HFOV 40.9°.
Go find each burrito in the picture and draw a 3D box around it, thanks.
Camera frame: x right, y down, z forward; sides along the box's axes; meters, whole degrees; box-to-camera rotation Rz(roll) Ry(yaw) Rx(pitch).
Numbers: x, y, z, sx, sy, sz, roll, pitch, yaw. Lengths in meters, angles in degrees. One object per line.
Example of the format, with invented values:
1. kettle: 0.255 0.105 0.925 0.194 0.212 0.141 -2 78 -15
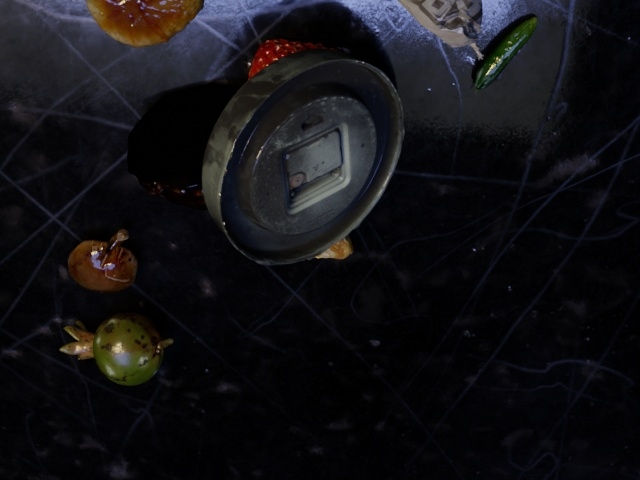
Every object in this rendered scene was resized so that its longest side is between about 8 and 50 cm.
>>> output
1. burrito: 0.138 -0.452 1.341 0.445 0.101 0.139 40 88 -28

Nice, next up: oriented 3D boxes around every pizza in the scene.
1. pizza: 0.000 0.000 1.690 0.108 0.026 0.123 -29 121 19

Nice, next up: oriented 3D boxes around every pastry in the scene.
1. pastry: -0.285 -0.410 1.378 0.192 0.093 0.182 -35 122 19

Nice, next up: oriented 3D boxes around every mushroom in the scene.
1. mushroom: -0.419 0.042 1.681 0.135 0.080 0.170 21 123 -25

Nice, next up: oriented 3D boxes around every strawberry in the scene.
1. strawberry: -0.033 -0.287 1.476 0.188 0.082 0.121 -6 119 7

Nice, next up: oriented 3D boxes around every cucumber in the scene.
1. cucumber: 0.314 -0.319 1.484 0.039 0.039 0.168 32 115 -19

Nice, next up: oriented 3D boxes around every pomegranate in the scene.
1. pomegranate: -0.418 0.209 1.764 0.220 0.156 0.156 24 125 21

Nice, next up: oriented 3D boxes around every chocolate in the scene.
1. chocolate: -0.216 -0.128 1.528 0.206 0.224 0.177 -13 145 7

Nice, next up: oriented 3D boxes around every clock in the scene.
1. clock: -0.025 -0.138 1.454 0.386 0.076 0.386 -26 136 -28
